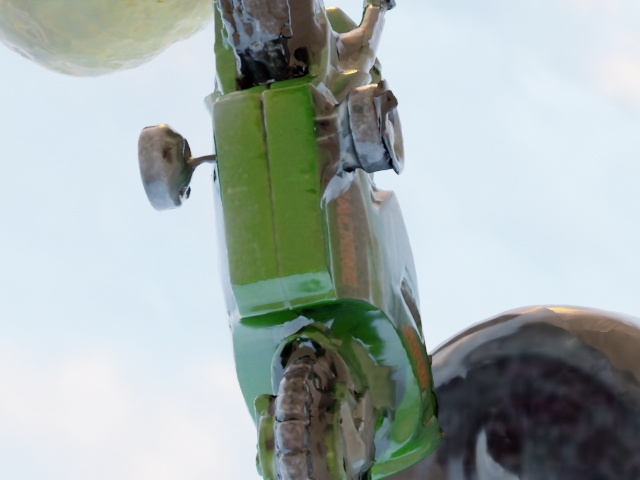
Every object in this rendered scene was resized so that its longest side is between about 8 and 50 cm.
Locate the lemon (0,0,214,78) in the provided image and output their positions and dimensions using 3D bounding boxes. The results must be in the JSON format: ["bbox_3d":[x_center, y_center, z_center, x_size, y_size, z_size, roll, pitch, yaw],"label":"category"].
[{"bbox_3d":[-0.106,-0.181,0.904,0.170,0.207,0.170,-13,-172,2],"label":"lemon"}]

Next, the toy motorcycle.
[{"bbox_3d":[0.000,0.000,0.567,0.074,0.106,0.190,-10,-110,13],"label":"toy motorcycle"}]

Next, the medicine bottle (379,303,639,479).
[{"bbox_3d":[0.145,0.126,0.666,0.273,0.165,0.165,20,-154,-43],"label":"medicine bottle"}]
